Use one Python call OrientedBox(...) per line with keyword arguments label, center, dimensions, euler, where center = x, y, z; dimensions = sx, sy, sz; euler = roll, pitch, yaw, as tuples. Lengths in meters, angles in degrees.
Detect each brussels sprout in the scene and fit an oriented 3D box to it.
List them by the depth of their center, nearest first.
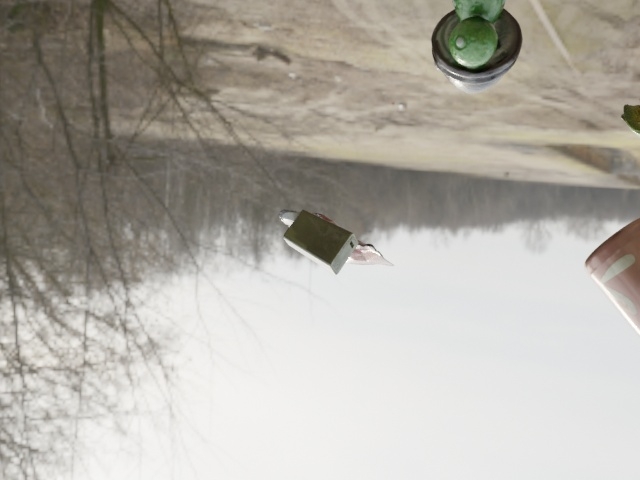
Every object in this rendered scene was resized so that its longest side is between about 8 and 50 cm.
OrientedBox(label="brussels sprout", center=(0.825, -0.297, 1.987), dimensions=(0.181, 0.139, 0.100), euler=(41, 172, 29))

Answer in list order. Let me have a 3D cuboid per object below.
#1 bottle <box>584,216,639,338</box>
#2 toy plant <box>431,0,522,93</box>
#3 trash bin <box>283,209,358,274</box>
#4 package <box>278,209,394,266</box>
OrientedBox(label="bottle", center=(0.619, 0.107, 1.435), dimensions=(0.173, 0.296, 0.206), euler=(-34, 159, 5))
OrientedBox(label="toy plant", center=(0.303, -0.406, 1.577), dimensions=(0.176, 0.218, 0.235), euler=(7, 157, 11))
OrientedBox(label="trash bin", center=(0.000, 0.000, 1.199), dimensions=(0.092, 0.061, 0.043), euler=(30, 168, 26))
OrientedBox(label="package", center=(0.030, -0.005, 1.811), dimensions=(0.194, 0.071, 0.269), euler=(20, 174, 40))
